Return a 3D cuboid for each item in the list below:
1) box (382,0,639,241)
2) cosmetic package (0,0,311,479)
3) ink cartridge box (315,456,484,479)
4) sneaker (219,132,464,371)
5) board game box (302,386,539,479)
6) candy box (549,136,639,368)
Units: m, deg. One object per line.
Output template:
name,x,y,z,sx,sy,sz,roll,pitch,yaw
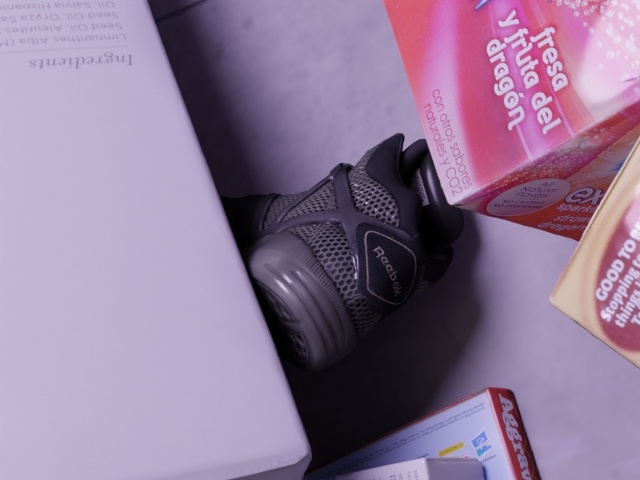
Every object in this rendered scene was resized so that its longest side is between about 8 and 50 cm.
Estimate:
box,0.114,-0.163,0.594,0.142,0.154,0.300,-30,63,33
cosmetic package,-0.171,-0.002,0.723,0.230,0.161,0.453,111,144,-48
ink cartridge box,0.025,0.164,0.642,0.122,0.052,0.089,-21,69,38
sneaker,0.000,0.000,0.713,0.087,0.130,0.227,64,163,-14
board game box,0.009,0.200,0.701,0.281,0.027,0.145,-30,62,33
candy box,0.251,0.077,0.413,0.316,0.183,0.088,40,107,37
